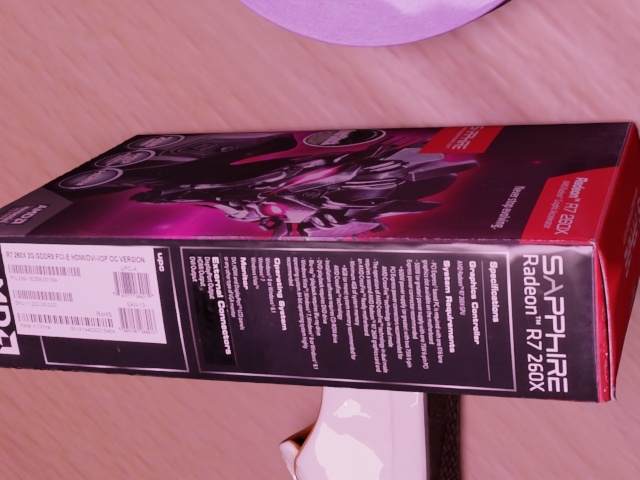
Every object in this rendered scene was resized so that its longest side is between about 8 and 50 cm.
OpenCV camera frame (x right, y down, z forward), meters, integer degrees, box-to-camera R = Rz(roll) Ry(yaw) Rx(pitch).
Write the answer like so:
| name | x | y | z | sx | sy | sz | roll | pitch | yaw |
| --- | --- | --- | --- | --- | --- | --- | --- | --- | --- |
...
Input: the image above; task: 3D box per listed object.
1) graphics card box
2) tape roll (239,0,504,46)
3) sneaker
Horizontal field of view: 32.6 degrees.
| name | x | y | z | sx | sy | sz | roll | pitch | yaw |
| --- | --- | --- | --- | --- | --- | --- | --- | --- | --- |
| graphics card box | 0.000 | 0.000 | 0.669 | 0.371 | 0.233 | 0.094 | 0 | 110 | 21 |
| tape roll | 0.037 | -0.258 | 0.654 | 0.274 | 0.090 | 0.275 | 6 | 108 | 18 |
| sneaker | 0.035 | 0.194 | 0.798 | 0.123 | 0.106 | 0.290 | 4 | 99 | 26 |
